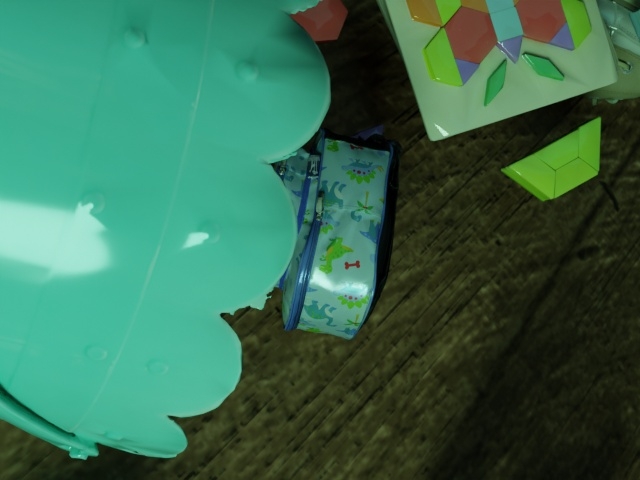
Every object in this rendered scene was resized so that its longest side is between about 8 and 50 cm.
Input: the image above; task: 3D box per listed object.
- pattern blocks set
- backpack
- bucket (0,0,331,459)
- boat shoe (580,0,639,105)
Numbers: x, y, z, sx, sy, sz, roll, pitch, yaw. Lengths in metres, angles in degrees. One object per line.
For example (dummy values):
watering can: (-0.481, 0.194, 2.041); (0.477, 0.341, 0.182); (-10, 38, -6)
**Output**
pattern blocks set: (0.132, -0.167, 0.678); (0.325, 0.026, 0.285); (-35, 98, -13)
backpack: (0.000, 0.000, 0.560); (0.084, 0.105, 0.114); (8, 63, -4)
bucket: (-0.133, -0.052, 0.404); (0.183, 0.281, 0.281); (13, 62, -24)
boat shoe: (0.253, -0.178, 0.796); (0.302, 0.103, 0.113); (29, 24, -13)
